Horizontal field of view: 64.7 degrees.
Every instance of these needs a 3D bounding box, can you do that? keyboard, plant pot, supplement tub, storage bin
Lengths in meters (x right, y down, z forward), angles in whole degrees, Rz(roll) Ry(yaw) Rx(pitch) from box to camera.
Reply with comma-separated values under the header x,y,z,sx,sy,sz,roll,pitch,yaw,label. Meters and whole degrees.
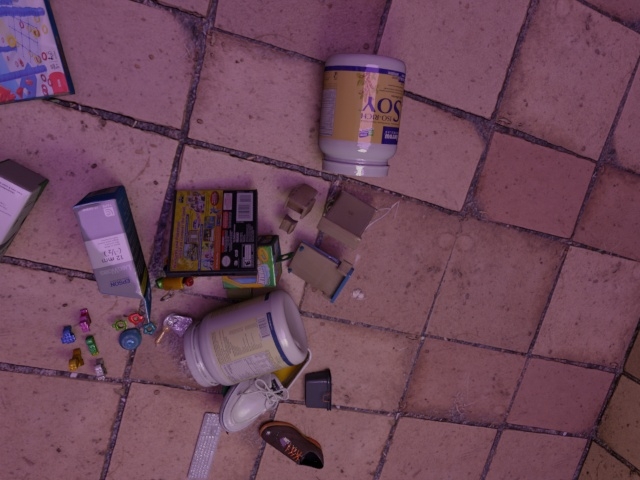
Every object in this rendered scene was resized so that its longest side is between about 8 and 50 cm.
x,y,z,sx,sy,sz,roll,pitch,yaw,label
-0.395,0.714,1.751,0.072,0.014,0.256,14,100,-19,keyboard
-0.259,0.157,1.619,0.079,0.083,0.084,-2,105,-3,plant pot
0.118,-0.367,1.502,0.240,0.241,0.332,1,103,-16,supplement tub
-0.008,0.531,1.779,0.090,0.098,0.135,-1,104,-5,storage bin
-0.225,0.305,1.549,0.324,0.235,0.236,-20,109,9,supplement tub

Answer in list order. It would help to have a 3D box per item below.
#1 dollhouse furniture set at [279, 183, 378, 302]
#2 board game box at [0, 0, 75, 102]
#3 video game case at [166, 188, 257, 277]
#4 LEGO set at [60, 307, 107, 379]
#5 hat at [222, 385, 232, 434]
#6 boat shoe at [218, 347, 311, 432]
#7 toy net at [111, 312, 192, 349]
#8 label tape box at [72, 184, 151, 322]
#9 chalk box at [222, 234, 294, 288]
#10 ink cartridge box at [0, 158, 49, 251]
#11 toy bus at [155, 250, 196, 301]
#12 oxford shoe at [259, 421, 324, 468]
x,y,z,sx,sy,sz,roll,pitch,yaw,label
0.000,0.000,1.655,0.286,0.198,0.304,30,126,4,dollhouse furniture set
-0.827,-0.504,1.277,0.301,0.086,0.309,-14,107,-13,board game box
-0.306,-0.026,1.465,0.247,0.035,0.275,-1,63,-5,video game case
-0.719,0.334,1.518,0.086,0.093,0.228,-14,107,-12,LEGO set
-0.297,0.525,1.729,0.173,0.183,0.209,38,53,-20,hat
-0.158,0.468,1.610,0.367,0.156,0.136,-39,104,-29,boat shoe
-0.522,0.266,1.586,0.232,0.045,0.122,-16,106,-13,toy net
-0.563,0.040,1.404,0.115,0.249,0.348,-12,107,-13,label tape box
-0.188,0.063,1.549,0.212,0.132,0.132,-2,105,7,chalk box
-0.857,-0.052,1.319,0.121,0.211,0.289,31,95,-22,ink cartridge box
-0.406,0.070,1.488,0.190,0.202,0.105,-25,109,-14,toy bus
-0.094,0.729,1.795,0.271,0.098,0.097,31,94,-21,oxford shoe
